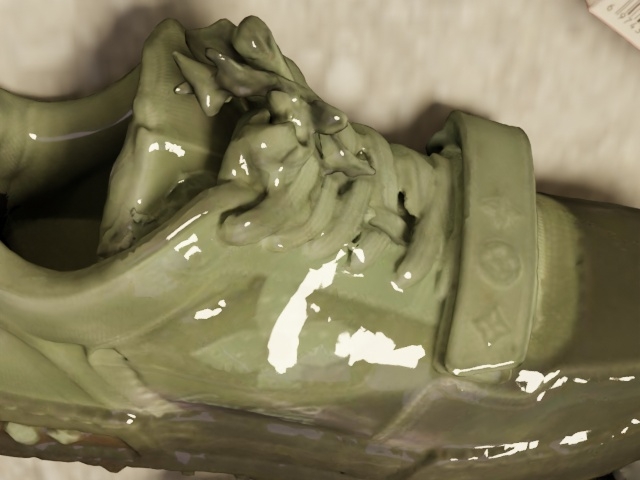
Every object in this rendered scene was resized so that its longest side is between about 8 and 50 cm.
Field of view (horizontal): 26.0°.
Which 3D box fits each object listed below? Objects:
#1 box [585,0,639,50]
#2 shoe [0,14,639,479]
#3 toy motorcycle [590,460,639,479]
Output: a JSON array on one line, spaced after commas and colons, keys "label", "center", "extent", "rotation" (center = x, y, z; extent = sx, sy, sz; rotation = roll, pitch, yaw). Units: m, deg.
[{"label": "box", "center": [0.145, -0.098, 0.406], "extent": [0.089, 0.043, 0.125], "rotation": [31, 121, -29]}, {"label": "shoe", "center": [0.000, -0.002, 0.428], "extent": [0.293, 0.109, 0.149], "rotation": [-1, 138, 1]}, {"label": "toy motorcycle", "center": [0.060, 0.149, 0.546], "extent": [0.401, 0.207, 0.134], "rotation": [-9, 148, 25]}]
